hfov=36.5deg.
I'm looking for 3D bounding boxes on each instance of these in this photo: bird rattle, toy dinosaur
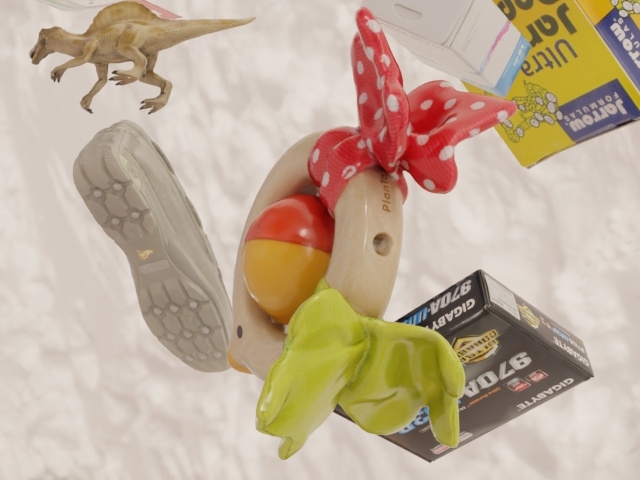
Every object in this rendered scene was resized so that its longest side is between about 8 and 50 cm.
[{"bbox_3d":[0.000,0.000,0.583,0.207,0.143,0.254,-10,77,56],"label":"bird rattle"},{"bbox_3d":[-0.140,-0.149,0.741,0.053,0.183,0.093,83,-179,-62],"label":"toy dinosaur"}]

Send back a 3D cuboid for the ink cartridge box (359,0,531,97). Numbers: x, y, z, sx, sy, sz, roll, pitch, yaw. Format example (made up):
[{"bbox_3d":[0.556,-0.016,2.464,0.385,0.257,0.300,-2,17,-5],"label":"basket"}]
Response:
[{"bbox_3d":[0.099,-0.166,0.755,0.088,0.122,0.052,31,97,31],"label":"ink cartridge box"}]

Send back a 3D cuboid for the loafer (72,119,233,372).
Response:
[{"bbox_3d":[-0.168,0.011,1.106,0.112,0.111,0.319,-9,120,22],"label":"loafer"}]

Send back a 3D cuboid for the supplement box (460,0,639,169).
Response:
[{"bbox_3d":[0.324,-0.273,1.063,0.195,0.356,0.194,52,149,-8],"label":"supplement box"}]

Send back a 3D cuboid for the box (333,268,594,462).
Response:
[{"bbox_3d":[0.135,0.135,0.990,0.220,0.175,0.051,-35,38,29],"label":"box"}]

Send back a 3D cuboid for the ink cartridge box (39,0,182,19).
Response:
[{"bbox_3d":[-0.342,-0.360,1.469,0.181,0.224,0.056,24,92,64],"label":"ink cartridge box"}]
